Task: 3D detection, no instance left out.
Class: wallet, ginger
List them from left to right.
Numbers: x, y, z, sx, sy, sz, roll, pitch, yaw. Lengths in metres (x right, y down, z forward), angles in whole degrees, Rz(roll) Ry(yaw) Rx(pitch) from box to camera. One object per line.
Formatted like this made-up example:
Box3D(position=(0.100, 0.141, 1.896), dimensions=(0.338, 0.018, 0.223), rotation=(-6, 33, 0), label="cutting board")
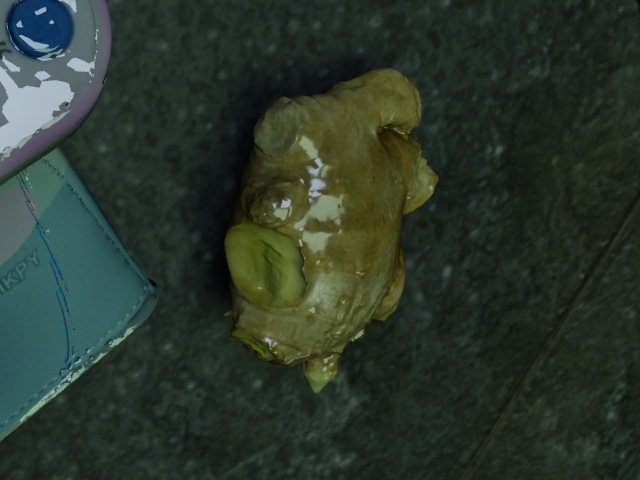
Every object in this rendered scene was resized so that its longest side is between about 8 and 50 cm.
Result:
Box3D(position=(-0.212, -0.004, 0.939), dimensions=(0.176, 0.075, 0.250), rotation=(-40, 131, -14), label="wallet")
Box3D(position=(0.000, 0.000, 1.075), dimensions=(0.157, 0.102, 0.216), rotation=(-28, 130, -51), label="ginger")

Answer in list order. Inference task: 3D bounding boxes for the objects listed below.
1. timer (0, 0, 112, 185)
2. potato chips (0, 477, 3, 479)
Box3D(position=(-0.215, -0.111, 0.815), dimensions=(0.191, 0.069, 0.208), rotation=(-36, 91, -15), label="timer")
Box3D(position=(-0.355, 0.281, 0.965), dimensions=(0.389, 0.097, 0.373), rotation=(-2, 118, -21), label="potato chips")
